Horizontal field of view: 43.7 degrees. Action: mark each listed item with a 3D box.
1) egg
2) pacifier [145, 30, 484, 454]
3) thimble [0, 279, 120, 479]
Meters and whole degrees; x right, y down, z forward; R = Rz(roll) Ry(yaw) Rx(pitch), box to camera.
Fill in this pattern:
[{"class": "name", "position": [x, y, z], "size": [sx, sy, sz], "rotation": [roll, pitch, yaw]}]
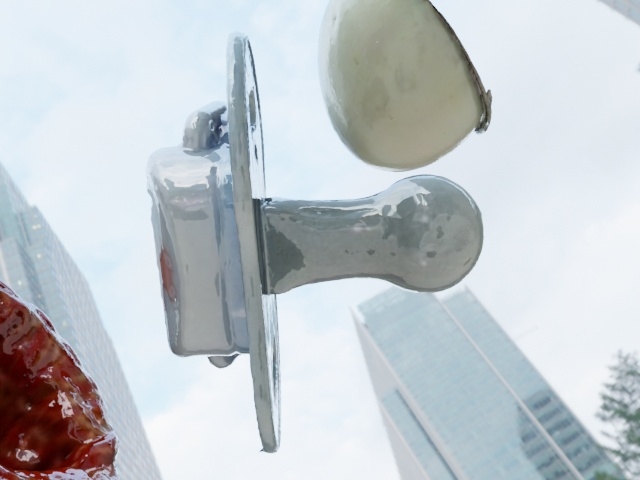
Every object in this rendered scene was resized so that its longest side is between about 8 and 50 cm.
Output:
[{"class": "egg", "position": [0.076, -0.216, 1.071], "size": [0.174, 0.264, 0.286], "rotation": [-37, -83, -10]}, {"class": "pacifier", "position": [0.000, 0.000, 0.561], "size": [0.226, 0.238, 0.287], "rotation": [-1, -77, 1]}, {"class": "thimble", "position": [-0.367, 0.177, 0.717], "size": [0.231, 0.350, 0.350], "rotation": [-41, -42, 9]}]
